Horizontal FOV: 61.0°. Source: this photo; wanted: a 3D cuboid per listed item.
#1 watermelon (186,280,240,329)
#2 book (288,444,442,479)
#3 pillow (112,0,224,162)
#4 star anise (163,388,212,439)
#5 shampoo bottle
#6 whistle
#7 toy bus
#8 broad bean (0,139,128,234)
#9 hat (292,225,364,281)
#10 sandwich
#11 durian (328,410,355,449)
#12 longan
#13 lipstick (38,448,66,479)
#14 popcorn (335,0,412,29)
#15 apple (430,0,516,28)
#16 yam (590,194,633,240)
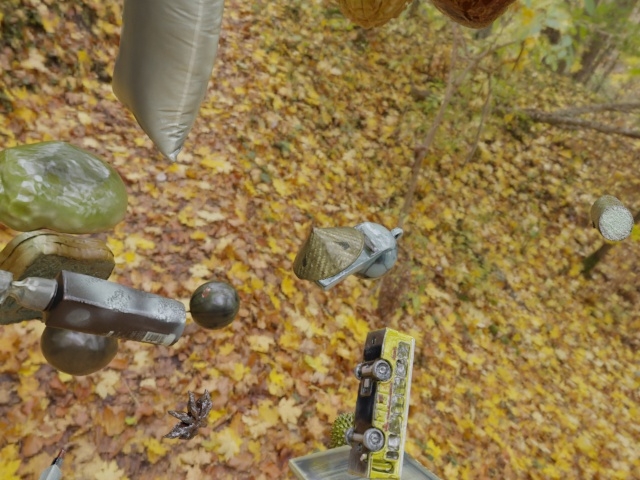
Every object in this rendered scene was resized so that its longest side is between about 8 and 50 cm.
[{"bbox_3d":[-0.236,0.140,1.150,0.133,0.105,0.105,-11,36,-6],"label":"watermelon"},{"bbox_3d":[0.113,0.438,0.935,0.229,0.018,0.322,-2,9,-28],"label":"book"},{"bbox_3d":[-0.161,-0.226,0.558,0.144,0.254,0.078,39,35,28],"label":"pillow"},{"bbox_3d":[-0.290,0.400,1.232,0.042,0.141,0.141,20,28,30],"label":"star anise"},{"bbox_3d":[-0.251,0.074,0.591,0.208,0.057,0.063,21,25,-38],"label":"shampoo bottle"},{"bbox_3d":[0.094,0.044,1.383,0.290,0.163,0.163,-30,50,-17],"label":"whistle"},{"bbox_3d":[0.093,0.256,0.860,0.074,0.081,0.226,17,67,-20],"label":"toy bus"},{"bbox_3d":[-0.485,-0.096,1.011,0.238,0.119,0.291,34,20,2],"label":"broad bean"},{"bbox_3d":[0.000,0.000,0.984,0.146,0.067,0.146,-21,34,15],"label":"hat"},{"bbox_3d":[-0.667,0.098,1.324,0.099,0.271,0.301,51,10,17],"label":"sandwich"},{"bbox_3d":[0.136,0.627,1.712,0.237,0.176,0.200,-11,6,17],"label":"durian"},{"bbox_3d":[-0.602,0.256,1.370,0.167,0.167,0.187,39,2,31],"label":"longan"},{"bbox_3d":[-0.478,0.410,0.976,0.025,0.025,0.107,-26,17,1],"label":"lipstick"},{"bbox_3d":[0.116,-0.502,1.065,0.180,0.180,0.170,-4,62,-32],"label":"popcorn"},{"bbox_3d":[0.266,-0.440,0.819,0.207,0.237,0.237,53,40,8],"label":"apple"},{"bbox_3d":[0.567,-0.045,1.067,0.070,0.069,0.146,24,21,10],"label":"yam"}]
